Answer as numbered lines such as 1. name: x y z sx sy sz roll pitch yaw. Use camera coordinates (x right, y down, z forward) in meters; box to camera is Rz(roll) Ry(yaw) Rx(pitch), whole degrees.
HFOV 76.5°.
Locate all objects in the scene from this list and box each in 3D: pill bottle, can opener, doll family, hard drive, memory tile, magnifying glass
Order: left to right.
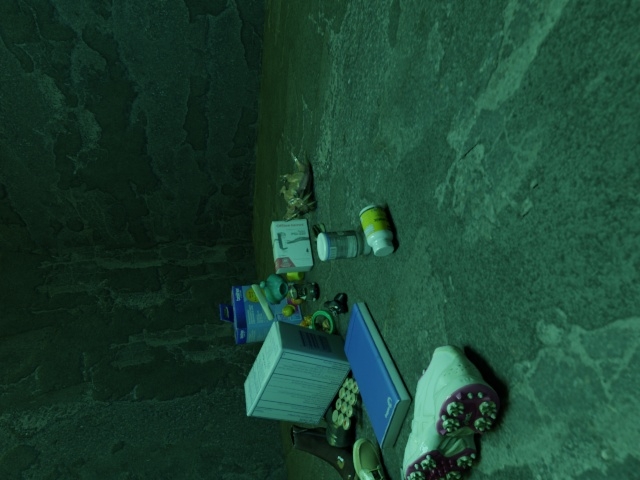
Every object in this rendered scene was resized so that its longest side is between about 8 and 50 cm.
1. doll family: -0.026 0.372 1.567 0.263 0.118 0.163 134 128 -67
2. magnifying glass: -0.002 0.358 1.462 0.092 0.026 0.231 20 107 29
3. can opener: 0.050 0.229 1.404 0.059 0.073 0.186 45 163 2
4. pill bottle: 0.066 0.012 1.114 0.078 0.137 0.078 175 90 -74
5. memory tile: 0.081 0.513 1.293 0.113 0.012 0.148 -11 60 68
6. hard drive: 0.141 0.356 1.106 0.319 0.040 0.210 -113 25 -51
7. pill bottle: 0.138 -0.023 0.979 0.065 0.065 0.117 110 151 -56

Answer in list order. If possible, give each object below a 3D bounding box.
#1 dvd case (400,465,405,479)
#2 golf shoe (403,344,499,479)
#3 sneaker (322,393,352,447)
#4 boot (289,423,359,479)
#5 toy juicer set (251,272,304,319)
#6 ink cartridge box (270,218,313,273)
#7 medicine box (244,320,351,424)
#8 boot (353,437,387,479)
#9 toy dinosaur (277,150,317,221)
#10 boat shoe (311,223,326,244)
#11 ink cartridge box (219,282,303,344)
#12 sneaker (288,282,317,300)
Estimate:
1. dvd case: 0.237 0.607 0.840 0.238 0.029 0.180 154 112 -73
2. golf shoe: 0.217 0.322 0.733 0.140 0.115 0.307 -98 19 -57
3. sneaker: 0.044 0.589 1.439 0.286 0.108 0.130 -148 63 -62
4. boot: 0.007 0.710 1.351 0.248 0.206 0.090 -147 75 -74
5. toy juicer set: -0.193 0.254 1.841 0.089 0.329 0.210 -2 100 37
6. ink cartridge box: -0.126 0.024 1.774 0.092 0.158 0.218 119 144 -66
7. medicine box: -0.080 0.449 1.362 0.290 0.263 0.149 -63 24 18
8. boot: 0.156 0.632 1.052 0.165 0.077 0.213 122 137 -66
9. toy dinosaur: -0.084 -0.213 1.655 0.200 0.127 0.296 -169 87 -67
10. boat shoe: 0.000 0.000 1.513 0.056 0.049 0.152 102 158 -43
11. ink cartridge box: -0.309 0.369 2.076 0.151 0.394 0.270 101 158 -43
12. sneaker: -0.080 0.224 1.753 0.234 0.106 0.078 162 102 -74
